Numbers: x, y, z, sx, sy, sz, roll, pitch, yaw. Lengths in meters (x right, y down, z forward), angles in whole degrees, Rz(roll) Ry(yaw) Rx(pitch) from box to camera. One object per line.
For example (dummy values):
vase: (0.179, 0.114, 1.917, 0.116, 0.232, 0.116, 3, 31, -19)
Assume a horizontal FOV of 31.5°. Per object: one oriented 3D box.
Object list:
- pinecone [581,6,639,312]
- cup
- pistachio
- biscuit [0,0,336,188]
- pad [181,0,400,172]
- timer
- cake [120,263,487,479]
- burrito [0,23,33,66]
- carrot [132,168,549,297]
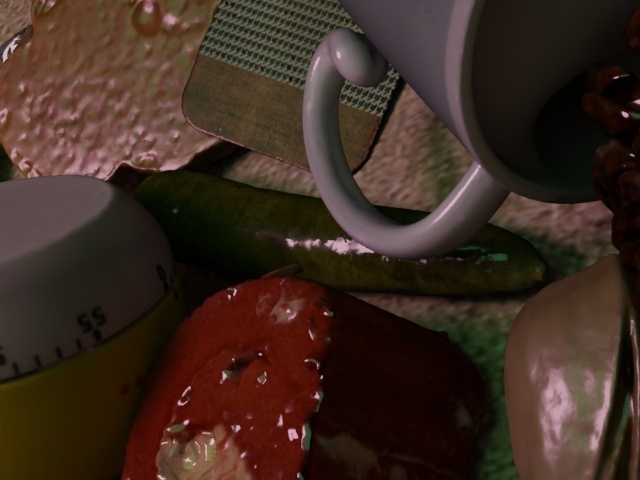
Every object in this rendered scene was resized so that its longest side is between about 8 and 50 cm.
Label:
pinecone: (0.251, -0.051, 0.507, 0.309, 0.244, 0.244, -40, 49, 5)
cup: (0.097, -0.165, 0.682, 0.356, 0.259, 0.274, -55, 44, 23)
pistachio: (0.152, 0.084, 0.605, 0.113, 0.113, 0.149, -15, 60, 33)
biscuit: (-0.126, -0.189, 0.953, 0.376, 0.051, 0.269, -40, 70, 13)
pad: (-0.075, -0.212, 0.873, 0.323, 0.055, 0.249, 22, 89, 2)
timer: (-0.214, 0.111, 0.814, 0.285, 0.285, 0.285, -17, 60, 32)
cake: (-0.018, 0.160, 0.687, 0.177, 0.151, 0.282, -15, 61, 47)
burrito: (-0.217, -0.199, 1.066, 0.309, 0.066, 0.096, -33, 49, 19)
carrot: (0.000, 0.000, 0.799, 0.359, 0.074, 0.074, 10, 76, 38)
